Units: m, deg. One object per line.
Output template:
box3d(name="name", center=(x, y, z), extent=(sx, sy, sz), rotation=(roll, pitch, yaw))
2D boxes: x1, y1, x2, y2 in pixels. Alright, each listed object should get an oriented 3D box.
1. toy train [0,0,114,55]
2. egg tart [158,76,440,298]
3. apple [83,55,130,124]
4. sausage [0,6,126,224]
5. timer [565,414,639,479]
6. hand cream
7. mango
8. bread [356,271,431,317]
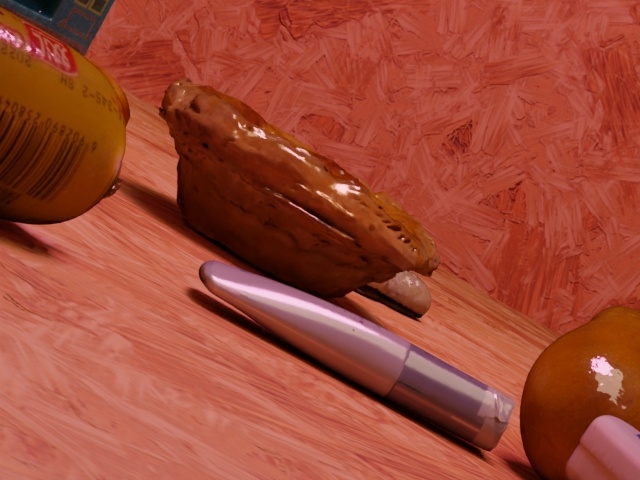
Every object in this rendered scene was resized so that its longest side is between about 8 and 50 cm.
box3d(name="toy train", center=(-0.363, -0.274, 1.974), extent=(0.120, 0.194, 0.298), rotation=(34, 6, 37))
box3d(name="egg tart", center=(-0.034, -0.036, 1.804), extent=(0.341, 0.129, 0.341), rotation=(31, 3, -2))
box3d(name="apple", center=(-0.215, -0.106, 1.546), extent=(0.099, 0.102, 0.114), rotation=(31, 5, -6))
box3d(name="sausage", center=(-0.246, -0.100, 1.089), extent=(0.347, 0.123, 0.123), rotation=(27, 5, -46))
box3d(name="timer", center=(0.266, 0.212, 1.179), extent=(0.178, 0.078, 0.253), rotation=(31, 5, -16))
box3d(name="hand cream", center=(0.023, 0.080, 1.344), extent=(0.255, 0.048, 0.079), rotation=(27, -1, -4))
box3d(name="mango", center=(0.231, 0.123, 1.429), extent=(0.136, 0.099, 0.227), rotation=(38, 33, 3))
box3d(name="bread", center=(0.000, 0.000, 2.149), extent=(0.286, 0.056, 0.207), rotation=(30, 2, 21))
